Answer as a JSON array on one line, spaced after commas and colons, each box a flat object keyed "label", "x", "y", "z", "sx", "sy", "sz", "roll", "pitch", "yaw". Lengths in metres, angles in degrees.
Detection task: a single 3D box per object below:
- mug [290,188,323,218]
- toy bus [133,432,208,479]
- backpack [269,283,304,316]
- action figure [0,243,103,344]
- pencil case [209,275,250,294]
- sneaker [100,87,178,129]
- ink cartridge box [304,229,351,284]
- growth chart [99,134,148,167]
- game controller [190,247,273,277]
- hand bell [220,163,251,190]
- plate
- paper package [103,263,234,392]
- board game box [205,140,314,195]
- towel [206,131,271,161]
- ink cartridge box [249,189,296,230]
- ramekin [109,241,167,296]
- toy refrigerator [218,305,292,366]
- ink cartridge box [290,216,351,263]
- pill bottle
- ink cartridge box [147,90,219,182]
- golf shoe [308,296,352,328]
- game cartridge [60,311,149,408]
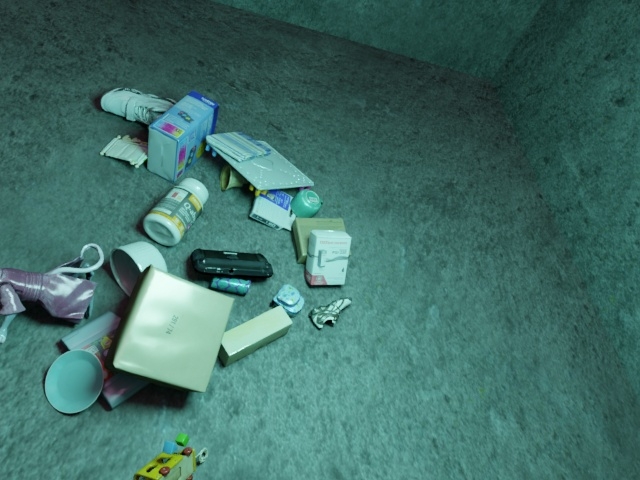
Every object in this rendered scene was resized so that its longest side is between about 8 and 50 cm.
[{"label": "mug", "x": -0.057, "y": -0.183, "z": 2.132, "sx": 0.129, "sy": 0.097, "sz": 0.157, "roll": 42, "pitch": 43, "yaw": -7}, {"label": "toy bus", "x": -0.445, "y": 0.666, "z": 1.317, "sx": 0.104, "sy": 0.202, "sz": 0.190, "roll": 4, "pitch": 53, "yaw": 21}, {"label": "backpack", "x": -0.123, "y": 0.240, "z": 1.800, "sx": 0.114, "sy": 0.084, "sz": 0.105, "roll": 36, "pitch": 51, "yaw": 4}, {"label": "action figure", "x": -0.901, "y": 0.151, "z": 1.429, "sx": 0.370, "sy": 0.275, "sz": 0.248, "roll": 15, "pitch": 25, "yaw": -46}, {"label": "pencil case", "x": -0.352, "y": 0.168, "z": 1.778, "sx": 0.152, "sy": 0.064, "sz": 0.070, "roll": 15, "pitch": 32, "yaw": -11}, {"label": "sneaker", "x": -0.830, "y": -0.604, "z": 2.119, "sx": 0.366, "sy": 0.137, "sz": 0.210, "roll": 4, "pitch": 32, "yaw": -24}, {"label": "ink cartridge box", "x": 0.030, "y": 0.071, "z": 1.899, "sx": 0.159, "sy": 0.217, "sz": 0.092, "roll": 1, "pitch": 17, "yaw": -21}, {"label": "growth chart", "x": -0.854, "y": -0.404, "z": 2.021, "sx": 0.237, "sy": 0.021, "sz": 0.172, "roll": 18, "pitch": 49, "yaw": 17}, {"label": "game controller", "x": -0.349, "y": 0.091, "z": 1.801, "sx": 0.319, "sy": 0.067, "sz": 0.166, "roll": 7, "pitch": 16, "yaw": -28}, {"label": "hand bell", "x": -0.335, "y": -0.277, "z": 2.134, "sx": 0.242, "sy": 0.126, "sz": 0.126, "roll": 6, "pitch": 50, "yaw": -34}, {"label": "plate", "x": -0.752, "y": 0.432, "z": 1.398, "sx": 0.188, "sy": 0.024, "sz": 0.188, "roll": -1, "pitch": 73, "yaw": 5}, {"label": "paper package", "x": -0.478, "y": 0.292, "z": 1.459, "sx": 0.310, "sy": 0.168, "sz": 0.324, "roll": 27, "pitch": 61, "yaw": -26}, {"label": "board game box", "x": -0.280, "y": -0.346, "z": 2.117, "sx": 0.390, "sy": 0.050, "sz": 0.390, "roll": 42, "pitch": 30, "yaw": 23}, {"label": "towel", "x": -0.371, "y": -0.436, "z": 2.093, "sx": 0.209, "sy": 0.034, "sz": 0.285, "roll": 32, "pitch": 26, "yaw": 10}, {"label": "ink cartridge box", "x": -0.208, "y": -0.151, "z": 2.088, "sx": 0.208, "sy": 0.045, "sz": 0.206, "roll": 27, "pitch": 47, "yaw": -21}, {"label": "ramekin", "x": -0.646, "y": 0.102, "z": 1.630, "sx": 0.207, "sy": 0.207, "sz": 0.109, "roll": 43, "pitch": 41, "yaw": 14}, {"label": "toy refrigerator", "x": -0.245, "y": 0.343, "z": 1.658, "sx": 0.270, "sy": 0.102, "sz": 0.094, "roll": -22, "pitch": 64, "yaw": -33}, {"label": "ink cartridge box", "x": 0.000, "y": 0.000, "z": 2.023, "sx": 0.235, "sy": 0.088, "sz": 0.193, "roll": 0, "pitch": 60, "yaw": -22}, {"label": "pill bottle", "x": -0.582, "y": -0.123, "z": 1.854, "sx": 0.162, "sy": 0.162, "sz": 0.278, "roll": 26, "pitch": 49, "yaw": -1}, {"label": "ink cartridge box", "x": -0.604, "y": -0.488, "z": 2.061, "sx": 0.151, "sy": 0.270, "sz": 0.395, "roll": 28, "pitch": 49, "yaw": -1}, {"label": "golf shoe", "x": 0.052, "y": 0.294, "z": 1.842, "sx": 0.198, "sy": 0.077, "sz": 0.093, "roll": -19, "pitch": 73, "yaw": -25}, {"label": "game cartridge", "x": -0.680, "y": 0.377, "z": 1.494, "sx": 0.294, "sy": 0.060, "sz": 0.196, "roll": 44, "pitch": 47, "yaw": 15}]
